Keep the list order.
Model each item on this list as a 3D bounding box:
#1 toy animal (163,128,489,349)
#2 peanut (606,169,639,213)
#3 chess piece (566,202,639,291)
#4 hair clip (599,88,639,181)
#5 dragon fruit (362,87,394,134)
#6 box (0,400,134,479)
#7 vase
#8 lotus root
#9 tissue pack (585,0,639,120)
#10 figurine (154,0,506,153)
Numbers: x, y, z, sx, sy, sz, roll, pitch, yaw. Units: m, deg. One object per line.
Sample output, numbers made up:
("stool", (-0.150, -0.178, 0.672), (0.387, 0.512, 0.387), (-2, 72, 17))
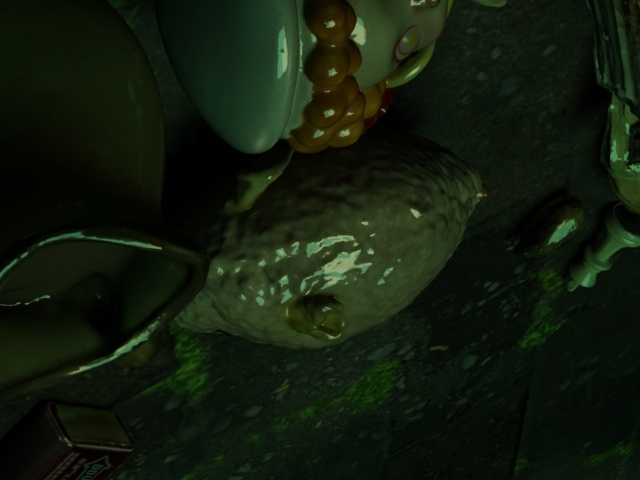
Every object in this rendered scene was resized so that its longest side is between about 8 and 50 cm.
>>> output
("toy animal", (0.006, -0.003, 1.378), (0.358, 0.188, 0.226), (-22, -176, -20))
("peanut", (0.437, -0.114, 1.735), (0.233, 0.110, 0.197), (-37, 146, 6))
("chess piece", (0.352, 0.017, 1.912), (0.059, 0.059, 0.149), (-10, 150, -36))
("hair clip", (0.349, -0.199, 1.538), (0.138, 0.091, 0.321), (-17, 143, -13))
("dragon fruit", (0.001, -0.145, 1.254), (0.136, 0.133, 0.166), (2, 171, 33))
("box", (-0.312, 0.265, 1.608), (0.224, 0.069, 0.120), (-44, 149, 16))
("vase", (-0.192, -0.018, 1.065), (0.241, 0.302, 0.329), (-33, 152, -3))
("lotus root", (0.268, -0.013, 1.777), (0.099, 0.054, 0.049), (-44, 128, 15))
("tissue pack", (0.411, -0.302, 1.304), (0.388, 0.162, 0.287), (-27, 125, -11))
("figurine", (0.035, -0.218, 1.134), (0.382, 0.205, 0.224), (-33, 140, -35))
